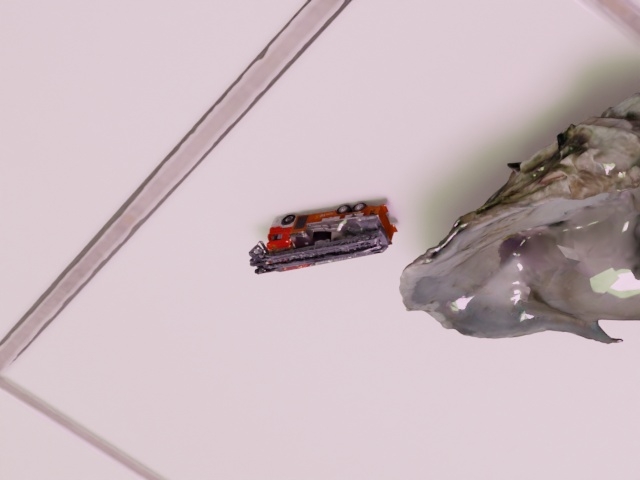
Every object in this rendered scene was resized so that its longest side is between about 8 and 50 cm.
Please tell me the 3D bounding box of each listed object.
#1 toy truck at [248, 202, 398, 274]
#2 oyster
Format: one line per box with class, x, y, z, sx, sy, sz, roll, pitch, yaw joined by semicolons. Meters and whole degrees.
toy truck;0.000;0.000;0.761;0.083;0.032;0.024;-8;132;25
oyster;0.147;-0.017;0.660;0.199;0.087;0.252;8;140;-2
